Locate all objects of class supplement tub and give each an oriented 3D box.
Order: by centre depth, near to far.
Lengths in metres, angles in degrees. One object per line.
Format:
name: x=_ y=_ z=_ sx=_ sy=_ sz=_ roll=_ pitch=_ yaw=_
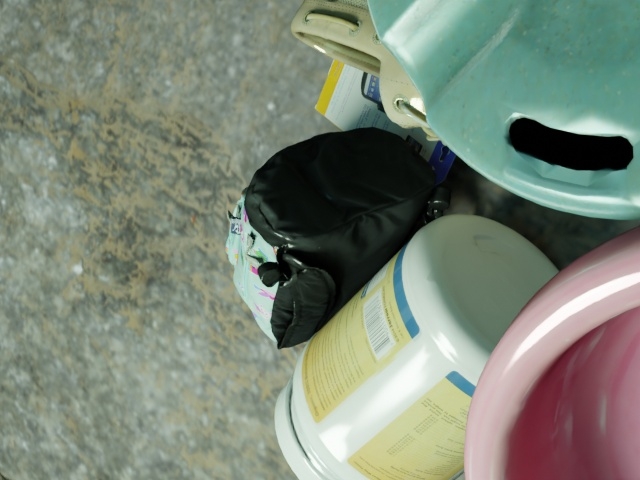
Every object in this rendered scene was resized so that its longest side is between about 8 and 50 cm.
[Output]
supplement tub: x=0.071 y=0.091 z=0.880 sx=0.200 sy=0.144 sz=0.144 roll=-47 pitch=64 yaw=38

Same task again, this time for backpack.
backpack: x=0.000 y=0.000 z=0.947 sx=0.182 sy=0.152 sz=0.115 roll=109 pitch=140 yaw=-58

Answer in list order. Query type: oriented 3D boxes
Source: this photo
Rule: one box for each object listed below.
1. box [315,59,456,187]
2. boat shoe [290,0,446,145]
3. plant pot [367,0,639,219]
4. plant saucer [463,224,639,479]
box: x=0.059 y=-0.099 z=0.950 sx=0.136 sy=0.028 sz=0.081 roll=41 pitch=122 yaw=31
boat shoe: x=0.089 y=-0.108 z=0.842 sx=0.098 sy=0.109 sz=0.302 roll=-52 pitch=51 yaw=4
plant pot: x=0.215 y=-0.147 z=0.571 sx=0.341 sy=0.334 sz=0.341 roll=8 pitch=102 yaw=45
plant saucer: x=0.219 y=0.111 z=0.476 sx=0.332 sy=0.084 sz=0.332 roll=21 pitch=135 yaw=22
